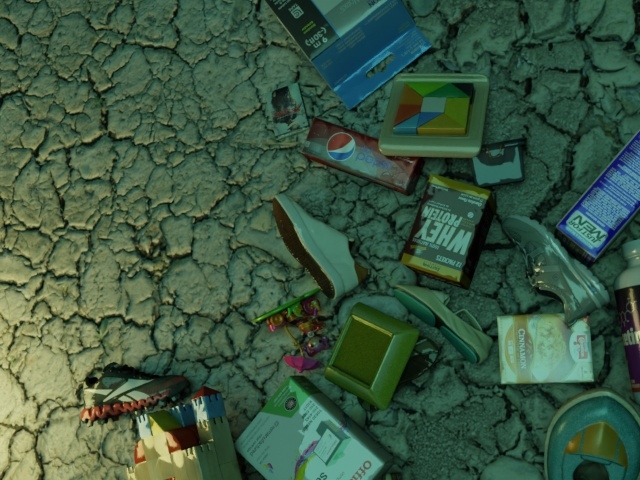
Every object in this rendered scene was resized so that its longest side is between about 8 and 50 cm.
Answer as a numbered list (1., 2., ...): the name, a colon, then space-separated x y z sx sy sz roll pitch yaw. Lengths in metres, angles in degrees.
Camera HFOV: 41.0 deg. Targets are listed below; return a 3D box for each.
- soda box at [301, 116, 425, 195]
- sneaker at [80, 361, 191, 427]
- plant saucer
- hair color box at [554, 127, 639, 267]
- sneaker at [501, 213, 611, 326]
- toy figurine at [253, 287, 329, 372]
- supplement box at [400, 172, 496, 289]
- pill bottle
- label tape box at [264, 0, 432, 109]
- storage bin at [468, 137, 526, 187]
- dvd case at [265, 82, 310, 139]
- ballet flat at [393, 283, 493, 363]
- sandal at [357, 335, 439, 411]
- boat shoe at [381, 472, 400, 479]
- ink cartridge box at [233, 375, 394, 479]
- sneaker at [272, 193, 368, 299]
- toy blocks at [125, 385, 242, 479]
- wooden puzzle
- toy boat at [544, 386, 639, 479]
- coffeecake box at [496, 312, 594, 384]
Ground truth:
1. soda box: 0.096 -0.189 1.927 0.263 0.083 0.092 22 88 16
2. sneaker: -0.434 0.337 1.973 0.275 0.097 0.135 -16 80 13
3. plant saucer: 0.097 0.241 1.839 0.188 0.045 0.188 22 87 41
4. hair color box: 0.619 -0.111 1.725 0.110 0.185 0.339 42 94 15
5. sneaker: 0.457 0.054 1.757 0.115 0.105 0.281 -42 55 3
6. toy figurine: -0.039 0.209 1.903 0.173 0.130 0.159 -26 89 -16
7. supplement box: 0.273 -0.014 1.796 0.129 0.191 0.194 18 87 17
8. pill bottle: 0.679 0.157 1.669 0.181 0.181 0.323 -10 79 13
9. label tape box: 0.054 -0.516 1.975 0.249 0.115 0.348 -37 73 6
10. storage bin: 0.383 -0.165 1.849 0.135 0.098 0.091 -10 89 13
11. dvd case: -0.078 -0.307 2.027 0.087 0.013 0.120 -16 78 12
12. ballet flat: 0.269 0.162 1.837 0.248 0.086 0.086 42 93 15
13. sandal: 0.169 0.287 1.850 0.090 0.060 0.219 47 109 23
14. boat shoe: 0.201 0.602 1.779 0.095 0.095 0.258 -17 83 -3
15. ink cartridge box: -0.013 0.455 1.834 0.278 0.117 0.201 40 92 17
16. sneaker: 0.000 0.000 1.932 0.123 0.106 0.290 -24 64 -25
17. toy blocks: -0.308 0.473 1.849 0.381 0.190 0.261 -28 73 42
18. wooden puzzle: 0.251 -0.284 1.876 0.220 0.044 0.239 3 54 15
19. toy boat: 0.590 0.419 1.632 0.318 0.148 0.268 6 111 17
20. coffeecake box: 0.465 0.225 1.773 0.185 0.068 0.143 -4 79 13
